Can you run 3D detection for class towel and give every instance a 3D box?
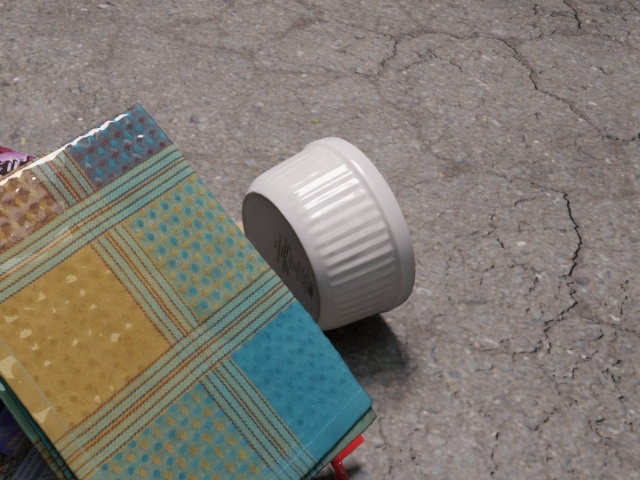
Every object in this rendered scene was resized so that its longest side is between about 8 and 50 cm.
[{"bbox_3d":[-0.145,0.082,0.844,0.271,0.040,0.370,-36,86,-35],"label":"towel"}]

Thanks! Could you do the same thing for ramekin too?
[{"bbox_3d":[0.000,0.000,1.078,0.109,0.207,0.207,-25,51,-23],"label":"ramekin"}]

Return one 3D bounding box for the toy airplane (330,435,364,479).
[{"bbox_3d":[0.027,0.238,0.932,0.151,0.028,0.151,8,46,-8],"label":"toy airplane"}]

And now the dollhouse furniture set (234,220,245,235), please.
[{"bbox_3d":[-0.132,0.042,1.073,0.161,0.101,0.182,-9,44,-21],"label":"dollhouse furniture set"}]

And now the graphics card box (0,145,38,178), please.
[{"bbox_3d":[-0.322,0.023,0.979,0.371,0.094,0.233,18,52,26],"label":"graphics card box"}]

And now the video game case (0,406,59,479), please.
[{"bbox_3d":[-0.208,0.270,0.826,0.244,0.061,0.269,17,41,7],"label":"video game case"}]
